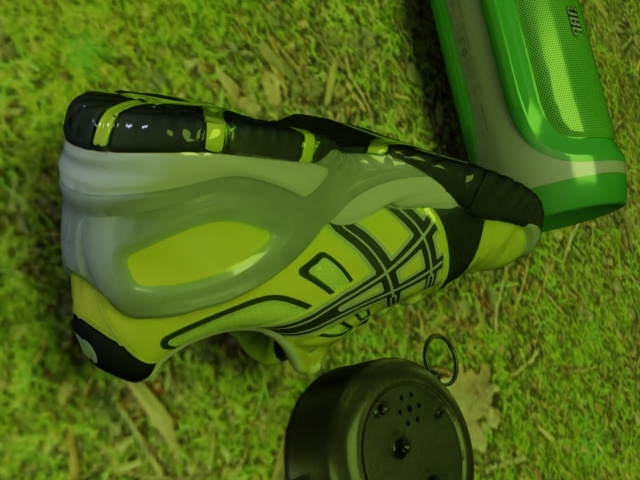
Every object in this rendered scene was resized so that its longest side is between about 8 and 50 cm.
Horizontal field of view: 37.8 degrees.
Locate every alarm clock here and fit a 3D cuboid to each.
[{"bbox_3d":[0.053,0.131,0.624,0.129,0.064,0.192,52,45,-16],"label":"alarm clock"}]

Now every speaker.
[{"bbox_3d":[0.162,-0.158,0.777,0.131,0.131,0.296,-4,78,-43],"label":"speaker"}]

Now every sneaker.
[{"bbox_3d":[0.000,0.000,0.596,0.385,0.145,0.147,3,104,-44],"label":"sneaker"}]
